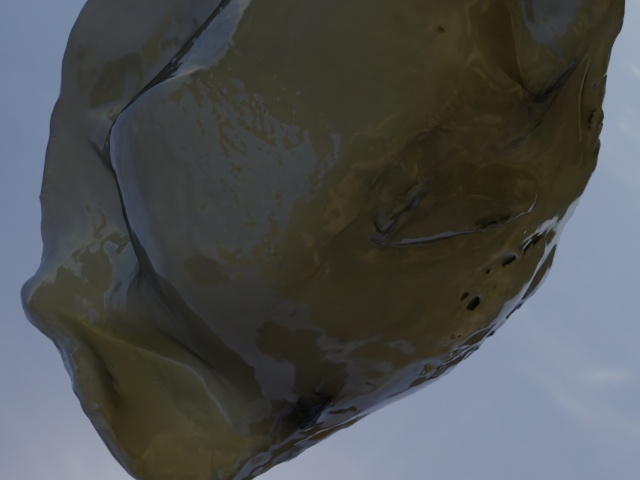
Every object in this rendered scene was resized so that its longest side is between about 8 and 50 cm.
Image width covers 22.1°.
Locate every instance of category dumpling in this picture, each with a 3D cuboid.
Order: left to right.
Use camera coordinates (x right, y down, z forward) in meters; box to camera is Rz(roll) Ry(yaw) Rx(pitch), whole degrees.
[{"bbox_3d":[-0.008,-0.045,0.755,0.243,0.318,0.187,43,-165,24],"label":"dumpling"}]
